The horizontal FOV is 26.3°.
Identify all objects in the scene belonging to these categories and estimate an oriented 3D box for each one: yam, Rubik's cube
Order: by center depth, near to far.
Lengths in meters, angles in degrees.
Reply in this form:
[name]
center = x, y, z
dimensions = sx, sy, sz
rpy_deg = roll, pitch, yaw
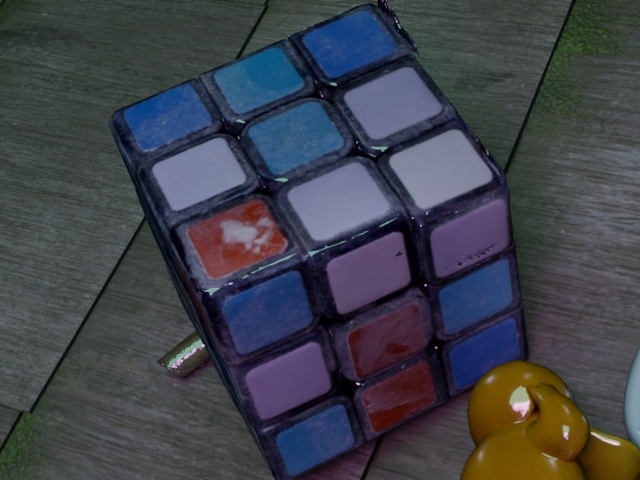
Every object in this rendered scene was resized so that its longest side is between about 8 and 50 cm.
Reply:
[Rubik's cube]
center = 0.000, 0.000, 1.575
dimensions = 0.358, 0.363, 0.362
rpy_deg = -25, 50, -11
[yam]
center = -0.161, 0.143, 1.761
dimensions = 0.094, 0.043, 0.043
rpy_deg = -38, 51, -5

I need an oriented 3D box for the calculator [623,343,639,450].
[calculator]
center = 0.448, 0.130, 1.522
dimensions = 0.184, 0.042, 0.295
rpy_deg = 20, 67, 32

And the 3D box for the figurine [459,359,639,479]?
[figurine]
center = 0.222, 0.247, 1.443
dimensions = 0.215, 0.215, 0.228
rpy_deg = 14, 46, 29
